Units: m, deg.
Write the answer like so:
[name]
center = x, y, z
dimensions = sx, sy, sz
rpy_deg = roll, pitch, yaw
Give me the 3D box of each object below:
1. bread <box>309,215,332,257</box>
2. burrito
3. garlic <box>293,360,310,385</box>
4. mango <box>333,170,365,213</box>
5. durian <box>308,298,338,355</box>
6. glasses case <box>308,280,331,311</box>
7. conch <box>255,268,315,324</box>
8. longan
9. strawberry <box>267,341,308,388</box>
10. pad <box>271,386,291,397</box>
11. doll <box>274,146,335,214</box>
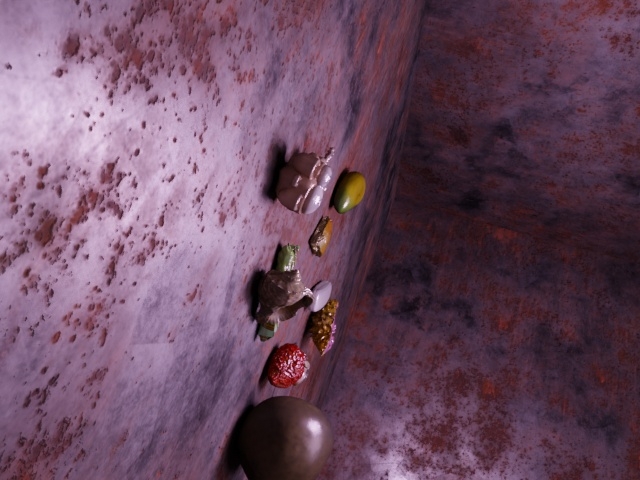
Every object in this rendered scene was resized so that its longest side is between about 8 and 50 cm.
[bread]
center = 0.002, 0.009, 1.746
dimensions = 0.154, 0.054, 0.136
rpy_deg = -57, 163, -46
[burrito]
center = -0.111, 0.142, 1.391
dimensions = 0.104, 0.054, 0.288
rpy_deg = -25, 130, -75
[garlic]
center = -0.082, 0.516, 2.000
dimensions = 0.084, 0.066, 0.152
rpy_deg = -48, -177, 40
[mango]
center = 0.110, -0.187, 1.887
dimensions = 0.237, 0.091, 0.137
rpy_deg = -48, 146, -64
[durian]
center = 0.014, 0.334, 2.119
dimensions = 0.341, 0.112, 0.191
rpy_deg = -62, 156, -74
[glasses case]
center = -0.001, 0.220, 1.989
dimensions = 0.233, 0.059, 0.092
rpy_deg = -27, 131, -73
[conch]
center = -0.096, 0.153, 1.277
dimensions = 0.207, 0.155, 0.130
rpy_deg = -59, -166, 26
[longan]
center = -0.114, 0.625, 1.523
dimensions = 0.288, 0.288, 0.350
rpy_deg = -58, 169, -53
[strawberry]
center = -0.115, 0.409, 1.614
dimensions = 0.148, 0.131, 0.131
rpy_deg = -33, 148, -25
[pad]
center = -0.128, 0.536, 1.960
dimensions = 0.300, 0.005, 0.202
rpy_deg = 79, 30, -66
[doll]
center = -0.027, -0.154, 1.242
dimensions = 0.154, 0.119, 0.278
rpy_deg = -65, 174, 22
